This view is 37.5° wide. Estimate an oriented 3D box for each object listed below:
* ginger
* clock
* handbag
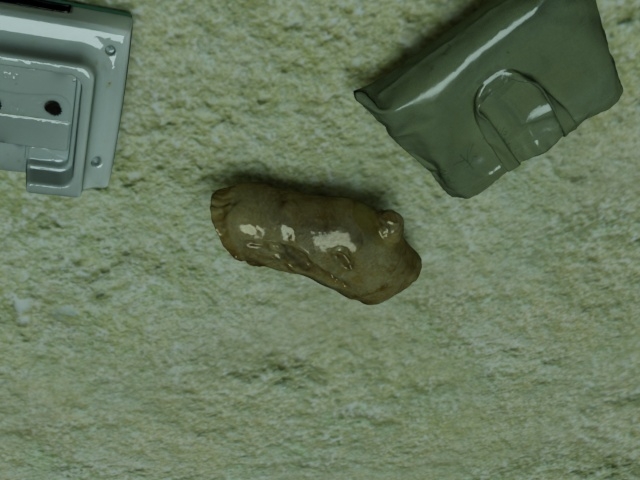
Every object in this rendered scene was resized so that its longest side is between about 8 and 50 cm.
[{"bbox_3d":[0.000,0.000,1.354,0.354,0.126,0.190,14,146,-25],"label":"ginger"},{"bbox_3d":[-0.371,-0.176,1.145,0.262,0.116,0.231,6,127,-17],"label":"clock"},{"bbox_3d":[0.237,-0.206,1.246,0.316,0.109,0.253,-34,132,16],"label":"handbag"}]
